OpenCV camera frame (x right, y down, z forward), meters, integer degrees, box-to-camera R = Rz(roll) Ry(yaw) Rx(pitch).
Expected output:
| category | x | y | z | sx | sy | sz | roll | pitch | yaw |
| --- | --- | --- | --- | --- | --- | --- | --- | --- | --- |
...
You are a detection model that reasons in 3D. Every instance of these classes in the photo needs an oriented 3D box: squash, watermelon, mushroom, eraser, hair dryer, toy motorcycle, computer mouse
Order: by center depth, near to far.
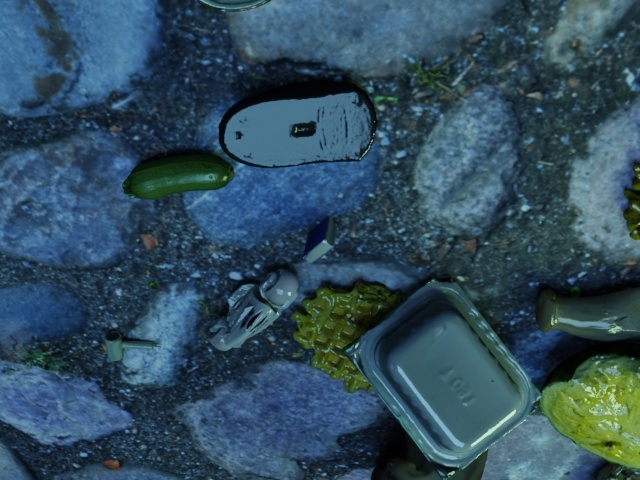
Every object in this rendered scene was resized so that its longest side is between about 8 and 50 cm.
| category | x | y | z | sx | sy | sz | roll | pitch | yaw |
| --- | --- | --- | --- | --- | --- | --- | --- | --- | --- |
| computer mouse | -0.038 | -0.199 | 1.257 | 0.270 | 0.086 | 0.137 | -5 | 119 | 1 |
| squash | -0.266 | -0.119 | 1.355 | 0.219 | 0.068 | 0.077 | -9 | 128 | 15 |
| eraser | 0.000 | 0.000 | 1.391 | 0.027 | 0.084 | 0.063 | 41 | 119 | -18 |
| mushroom | 0.544 | 0.145 | 1.412 | 0.247 | 0.096 | 0.108 | -2 | 131 | 11 |
| watermelon | 0.622 | 0.313 | 1.453 | 0.331 | 0.189 | 0.330 | 29 | 156 | 14 |
| toy motorcycle | -0.141 | 0.153 | 1.504 | 0.112 | 0.112 | 0.254 | 40 | 119 | -19 |
| mushroom | 0.226 | 0.553 | 1.632 | 0.224 | 0.313 | 0.397 | 15 | 131 | 3 |
| hair dryer | -0.422 | 0.240 | 1.653 | 0.124 | 0.038 | 0.063 | 2 | 127 | -3 |

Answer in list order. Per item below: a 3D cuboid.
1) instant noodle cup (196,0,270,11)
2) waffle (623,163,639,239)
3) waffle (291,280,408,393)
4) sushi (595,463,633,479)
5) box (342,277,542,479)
| category | x | y | z | sx | sy | sz | roll | pitch | yaw |
| --- | --- | --- | --- | --- | --- | --- | --- | --- | --- |
| instant noodle cup | -0.114 | -0.446 | 1.031 | 0.251 | 0.190 | 0.251 | 4 | 125 | 5 |
| waffle | 0.679 | -0.089 | 1.247 | 0.293 | 0.069 | 0.259 | -1 | 126 | 7 |
| waffle | 0.102 | 0.199 | 1.534 | 0.307 | 0.060 | 0.312 | -27 | 119 | 23 |
| sushi | 0.686 | 0.622 | 1.721 | 0.109 | 0.134 | 0.273 | -8 | 135 | 46 |
| box | 0.246 | 0.264 | 1.400 | 0.264 | 0.106 | 0.336 | -38 | 89 | -2 |
